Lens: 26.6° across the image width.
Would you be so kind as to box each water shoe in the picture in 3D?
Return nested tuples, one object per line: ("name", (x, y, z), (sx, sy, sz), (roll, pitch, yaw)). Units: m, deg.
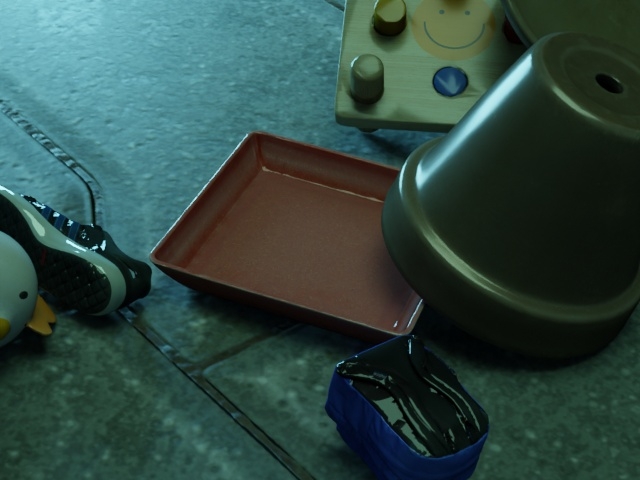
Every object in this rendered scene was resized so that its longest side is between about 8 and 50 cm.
("water shoe", (-0.248, 0.010, 1.291), (0.203, 0.073, 0.080), (34, 23, 27))

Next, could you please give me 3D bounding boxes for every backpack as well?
("backpack", (0.076, 0.151, 1.101), (0.098, 0.101, 0.120), (-24, 50, -32))

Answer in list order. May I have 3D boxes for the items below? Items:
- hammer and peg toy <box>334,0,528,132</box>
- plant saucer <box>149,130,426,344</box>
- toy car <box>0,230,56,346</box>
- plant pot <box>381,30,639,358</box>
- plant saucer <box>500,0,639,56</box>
("hammer and peg toy", (0.204, -0.227, 1.522), (0.361, 0.127, 0.266), (5, 66, 5))
("plant saucer", (0.000, 0.000, 1.340), (0.258, 0.047, 0.259), (16, 39, 14))
("toy car", (-0.314, 0.050, 1.150), (0.238, 0.219, 0.210), (13, 25, -42))
("plant pot", (0.218, -0.058, 1.250), (0.263, 0.229, 0.263), (15, 41, -14))
("plant saucer", (0.302, -0.272, 1.473), (0.278, 0.041, 0.277), (9, 67, -21))
